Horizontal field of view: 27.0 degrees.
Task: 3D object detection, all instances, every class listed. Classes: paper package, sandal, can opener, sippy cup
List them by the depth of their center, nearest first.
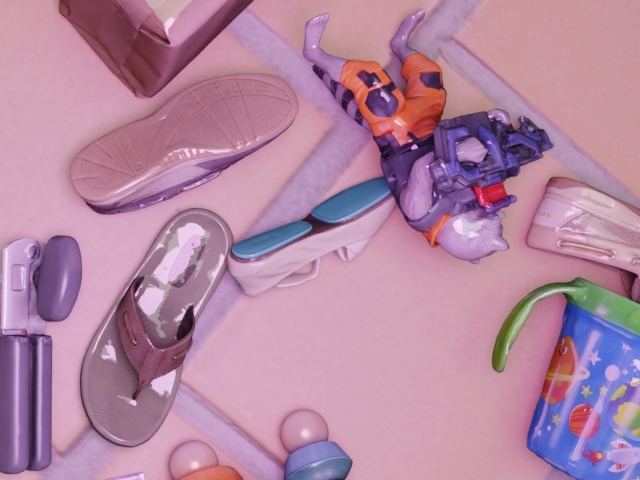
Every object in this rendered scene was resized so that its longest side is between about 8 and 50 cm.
[{"bbox_3d":[-0.128,-0.346,1.517,0.168,0.309,0.325,46,78,-6],"label":"paper package"},{"bbox_3d":[-0.336,0.132,1.554,0.074,0.093,0.280,5,88,-54],"label":"can opener"},{"bbox_3d":[-0.197,0.097,1.589,0.120,0.086,0.302,23,82,-9],"label":"sandal"},{"bbox_3d":[0.373,0.193,1.645,0.305,0.240,0.224,26,93,29],"label":"sippy cup"}]

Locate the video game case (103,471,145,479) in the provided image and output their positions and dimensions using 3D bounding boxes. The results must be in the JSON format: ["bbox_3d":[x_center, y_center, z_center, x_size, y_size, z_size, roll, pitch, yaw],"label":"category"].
[{"bbox_3d":[-0.264,0.333,1.600,0.122,0.011,0.087,-11,89,-12],"label":"video game case"}]

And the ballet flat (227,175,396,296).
[{"bbox_3d":[0.000,0.000,1.645,0.248,0.086,0.086,-24,92,-17],"label":"ballet flat"}]

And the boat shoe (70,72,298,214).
[{"bbox_3d":[-0.161,-0.113,1.608,0.285,0.092,0.103,-27,73,-10],"label":"boat shoe"}]

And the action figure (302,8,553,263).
[{"bbox_3d":[0.140,-0.121,1.635,0.178,0.341,0.330,-34,75,29],"label":"action figure"}]

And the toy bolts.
[{"bbox_3d":[-0.060,0.272,1.562,0.228,0.218,0.158,-7,60,-26],"label":"toy bolts"}]

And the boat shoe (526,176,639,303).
[{"bbox_3d":[0.430,0.033,1.715,0.341,0.121,0.110,24,87,1],"label":"boat shoe"}]
